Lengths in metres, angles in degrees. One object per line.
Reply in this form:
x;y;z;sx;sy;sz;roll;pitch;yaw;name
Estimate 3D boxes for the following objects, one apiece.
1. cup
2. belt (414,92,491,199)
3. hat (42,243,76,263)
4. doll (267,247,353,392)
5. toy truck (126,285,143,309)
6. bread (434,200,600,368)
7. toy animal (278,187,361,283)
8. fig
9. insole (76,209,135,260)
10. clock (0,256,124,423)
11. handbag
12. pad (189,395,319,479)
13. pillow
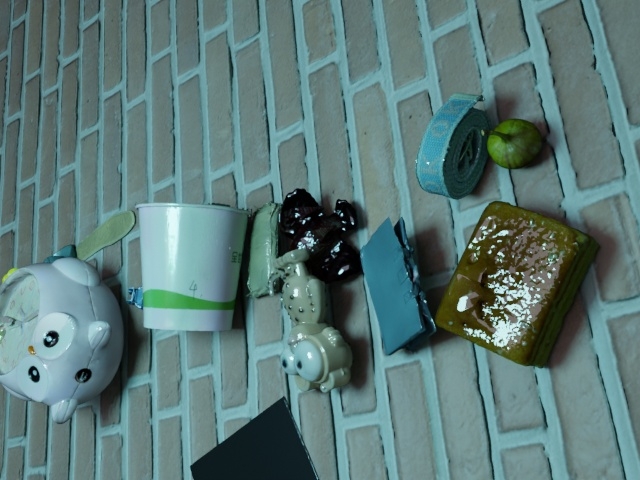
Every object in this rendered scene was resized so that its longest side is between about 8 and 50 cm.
-0.276;0.057;1.568;0.253;0.253;0.274;-1;86;37;cup
0.234;-0.158;1.288;0.082;0.147;0.163;21;62;42;belt
-0.724;0.097;1.986;0.138;0.078;0.191;-25;64;34;hat
-0.027;0.156;1.392;0.154;0.119;0.278;-41;64;50;doll
-0.431;0.141;1.767;0.136;0.074;0.063;139;139;-73;toy truck
0.312;0.068;1.183;0.184;0.110;0.234;25;93;38;bread
-0.005;0.006;1.471;0.218;0.116;0.179;51;141;17;toy animal
0.311;-0.153;1.219;0.093;0.166;0.093;13;116;30;fig
-0.579;-0.014;1.949;0.248;0.011;0.081;-29;62;28;insole
-0.619;0.238;1.759;0.376;0.250;0.368;31;96;45;clock
0.138;0.083;1.301;0.144;0.057;0.221;122;141;-59;handbag
-0.141;0.480;1.481;0.300;0.005;0.202;-41;57;22;pad
-0.119;0.016;1.552;0.119;0.053;0.208;-26;59;61;pillow
